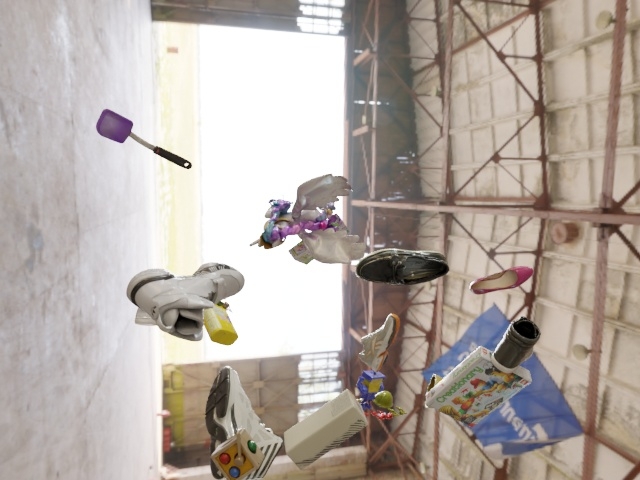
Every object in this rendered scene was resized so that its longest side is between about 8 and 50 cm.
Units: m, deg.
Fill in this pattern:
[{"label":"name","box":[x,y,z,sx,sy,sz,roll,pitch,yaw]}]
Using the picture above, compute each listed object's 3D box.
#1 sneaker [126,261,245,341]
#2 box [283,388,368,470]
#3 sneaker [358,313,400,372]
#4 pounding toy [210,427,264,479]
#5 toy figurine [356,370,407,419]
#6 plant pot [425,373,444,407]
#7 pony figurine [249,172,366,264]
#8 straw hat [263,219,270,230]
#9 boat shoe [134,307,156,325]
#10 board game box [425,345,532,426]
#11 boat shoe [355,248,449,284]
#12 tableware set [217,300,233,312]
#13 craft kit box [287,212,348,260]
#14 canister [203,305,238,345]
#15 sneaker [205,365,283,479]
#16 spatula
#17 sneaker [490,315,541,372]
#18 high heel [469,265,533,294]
[{"label":"sneaker","box":[-0.333,0.172,1.354,0.210,0.365,0.138,39,-64,36]},{"label":"box","box":[0.015,0.630,1.611,0.094,0.275,0.113,54,3,-16]},{"label":"sneaker","box":[0.223,0.394,1.913,0.121,0.099,0.263,28,-68,23]},{"label":"pounding toy","box":[-0.249,0.648,1.464,0.130,0.141,0.100,53,10,2]},{"label":"toy figurine","box":[0.275,0.699,2.273,0.191,0.362,0.218,16,-87,47]},{"label":"plant pot","box":[0.483,0.612,1.919,0.134,0.095,0.134,16,90,-84]},{"label":"pony figurine","box":[-0.042,-0.068,1.606,0.363,0.350,0.303,-76,153,-72]},{"label":"straw hat","box":[-0.150,-0.079,1.856,0.145,0.144,0.061,-109,-164,-50]},{"label":"boat shoe","box":[-0.492,0.238,1.534,0.066,0.184,0.063,104,-14,-71]},{"label":"board game box","box":[0.515,0.490,1.598,0.305,0.192,0.053,-58,-171,35]},{"label":"boat shoe","box":[0.299,0.105,1.728,0.113,0.339,0.127,-111,-158,-72]},{"label":"tableware set","box":[-0.344,0.175,1.618,0.104,0.024,0.154,16,-39,37]},{"label":"craft kit box","box":[0.000,0.000,1.996,0.061,0.246,0.250,55,4,11]},{"label":"canister","box":[-0.390,0.310,1.826,0.073,0.126,0.170,-47,-133,9]},{"label":"sneaker","box":[-0.289,0.705,1.850,0.169,0.257,0.448,-48,-146,25]},{"label":"spatula","box":[-0.527,-0.292,1.467,0.084,0.296,0.030,-56,-155,14]},{"label":"sneaker","box":[0.643,0.300,1.519,0.104,0.295,0.147,38,-59,24]},{"label":"high heel","box":[0.707,0.153,1.893,0.117,0.243,0.082,18,58,-61]}]
